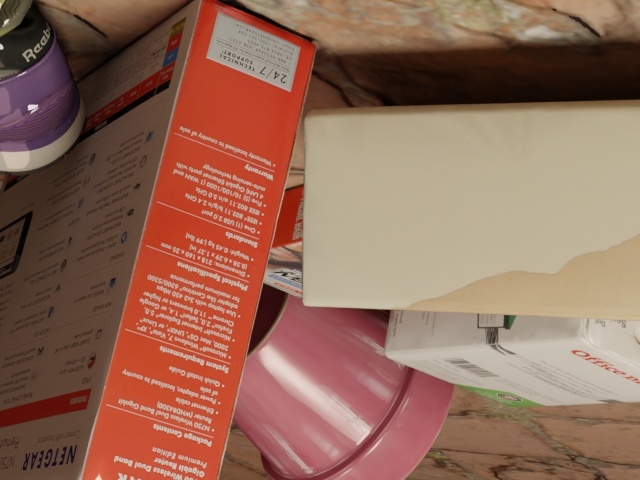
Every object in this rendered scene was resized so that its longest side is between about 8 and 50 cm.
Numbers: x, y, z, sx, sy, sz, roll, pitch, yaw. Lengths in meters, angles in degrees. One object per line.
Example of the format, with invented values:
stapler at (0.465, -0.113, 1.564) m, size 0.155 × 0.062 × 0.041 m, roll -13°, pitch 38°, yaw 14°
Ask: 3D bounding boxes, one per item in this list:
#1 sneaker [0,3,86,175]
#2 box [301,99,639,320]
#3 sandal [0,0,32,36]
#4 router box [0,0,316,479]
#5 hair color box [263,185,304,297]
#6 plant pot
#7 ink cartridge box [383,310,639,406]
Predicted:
sneaker at (-0.295, -0.125, 1.000) m, size 0.283 × 0.107 × 0.124 m, roll 3°, pitch 144°, yaw 8°
box at (0.155, -0.016, 0.917) m, size 0.311 × 0.121 × 0.148 m, roll 1°, pitch 179°, yaw 31°
sandal at (-0.278, -0.171, 0.823) m, size 0.303 × 0.120 × 0.086 m, roll 13°, pitch -179°, yaw 18°
router box at (-0.147, 0.034, 1.027) m, size 0.082 × 0.301 × 0.335 m, roll 21°, pitch 161°, yaw -25°
hair color box at (0.000, 0.000, 1.237) m, size 0.093 × 0.053 × 0.167 m, roll 23°, pitch 158°, yaw -30°
plant pot at (-0.010, 0.119, 1.414) m, size 0.180 × 0.201 × 0.201 m, roll 40°, pitch 150°, yaw -28°
ink cartridge box at (0.186, 0.069, 1.263) m, size 0.160 × 0.092 × 0.219 m, roll 24°, pitch 158°, yaw -36°
